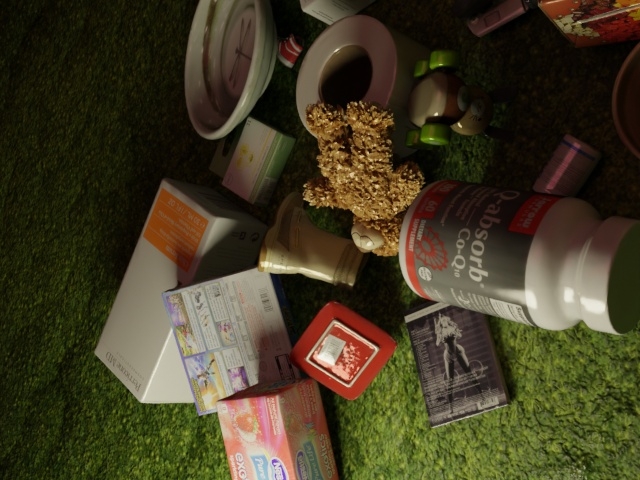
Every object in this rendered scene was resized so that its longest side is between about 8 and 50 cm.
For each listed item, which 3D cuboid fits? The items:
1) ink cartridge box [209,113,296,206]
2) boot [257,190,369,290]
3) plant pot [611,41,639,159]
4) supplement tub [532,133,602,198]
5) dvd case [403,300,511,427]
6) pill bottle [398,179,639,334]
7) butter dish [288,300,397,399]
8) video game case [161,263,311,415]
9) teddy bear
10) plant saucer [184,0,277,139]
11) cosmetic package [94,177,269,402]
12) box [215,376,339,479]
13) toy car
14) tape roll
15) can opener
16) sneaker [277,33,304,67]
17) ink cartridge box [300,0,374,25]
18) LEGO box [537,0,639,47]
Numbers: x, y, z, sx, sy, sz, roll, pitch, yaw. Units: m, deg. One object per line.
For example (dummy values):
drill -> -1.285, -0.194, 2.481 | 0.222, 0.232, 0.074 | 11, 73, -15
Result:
ink cartridge box -> -0.174, -0.198, 1.968 | 0.235, 0.056, 0.171 | 32, 104, 38
boot -> 0.000, 0.000, 1.737 | 0.203, 0.262, 0.095 | 13, 119, 5
plant pot -> 0.563, -0.204, 1.278 | 0.237, 0.110, 0.237 | -10, 75, 40
supplement tub -> 0.404, -0.114, 1.428 | 0.071, 0.071, 0.107 | 43, 109, 38
dvd case -> 0.239, 0.205, 1.551 | 0.164, 0.018, 0.221 | -27, 66, 36
pill bottle -> 0.323, 0.024, 1.382 | 0.363, 0.210, 0.210 | 12, 90, 42
butter dish -> 0.045, 0.194, 1.668 | 0.160, 0.118, 0.160 | 33, 109, -5
video game case -> -0.171, 0.200, 1.778 | 0.244, 0.061, 0.269 | -15, 93, 18
teddy bear -> 0.076, -0.103, 1.556 | 0.245, 0.113, 0.338 | 12, 131, 15
plant saucer -> -0.187, -0.420, 1.948 | 0.400, 0.101, 0.400 | -14, 73, 59
cosmetic package -> -0.320, 0.115, 1.967 | 0.230, 0.161, 0.453 | 32, 104, 40
box -> -0.070, 0.423, 1.647 | 0.154, 0.142, 0.299 | -12, 90, 31
toy car -> 0.258, -0.231, 1.516 | 0.149, 0.188, 0.155 | 178, 100, -75
tape roll -> 0.097, -0.287, 1.665 | 0.246, 0.169, 0.246 | -8, 77, 40
can opener -> 0.362, -0.449, 1.510 | 0.283, 0.095, 0.076 | -25, 67, 36
sneaker -> -0.078, -0.441, 1.935 | 0.067, 0.042, 0.118 | -52, 55, 22
ink cartridge box -> 0.079, -0.597, 1.775 | 0.273, 0.114, 0.197 | -26, 65, 35
LEGO box -> 0.532, -0.578, 1.286 | 0.373, 0.193, 0.500 | -2, 81, 32
